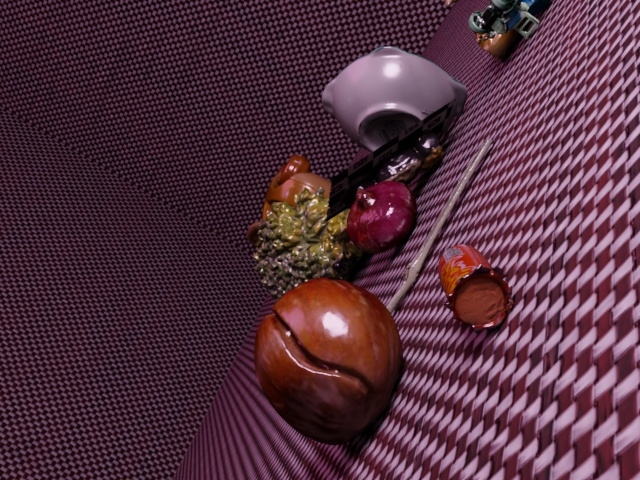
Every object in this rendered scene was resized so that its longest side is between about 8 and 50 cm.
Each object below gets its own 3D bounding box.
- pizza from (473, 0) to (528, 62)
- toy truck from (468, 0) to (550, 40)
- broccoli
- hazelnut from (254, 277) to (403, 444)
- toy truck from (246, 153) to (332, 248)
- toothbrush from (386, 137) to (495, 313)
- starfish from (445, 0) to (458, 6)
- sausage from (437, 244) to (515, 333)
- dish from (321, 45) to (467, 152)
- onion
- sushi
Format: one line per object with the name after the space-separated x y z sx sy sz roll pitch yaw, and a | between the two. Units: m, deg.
0.283 -0.351 1.296 0.246 0.058 0.127 -58 3 -26 | pizza
0.274 -0.318 1.162 0.154 0.078 0.080 -42 -3 -25 | toy truck
-0.016 0.001 1.491 0.273 0.180 0.242 -61 4 -33 | broccoli
0.011 0.113 0.807 0.143 0.143 0.154 -65 -1 -54 | hazelnut
-0.031 -0.056 1.942 0.211 0.204 0.288 -62 6 -12 | toy truck
0.114 0.009 0.979 0.294 0.028 0.026 -54 5 -5 | toothbrush
0.298 -0.420 1.205 0.302 0.060 0.299 -43 6 -18 | starfish
0.114 0.028 0.679 0.145 0.048 0.050 -73 -24 -79 | sausage
0.113 -0.179 1.354 0.246 0.224 0.078 74 -162 -51 | dish
0.082 -0.035 1.197 0.107 0.097 0.107 -40 27 25 | onion
0.112 -0.093 1.285 0.215 0.050 0.192 -33 -13 -11 | sushi
